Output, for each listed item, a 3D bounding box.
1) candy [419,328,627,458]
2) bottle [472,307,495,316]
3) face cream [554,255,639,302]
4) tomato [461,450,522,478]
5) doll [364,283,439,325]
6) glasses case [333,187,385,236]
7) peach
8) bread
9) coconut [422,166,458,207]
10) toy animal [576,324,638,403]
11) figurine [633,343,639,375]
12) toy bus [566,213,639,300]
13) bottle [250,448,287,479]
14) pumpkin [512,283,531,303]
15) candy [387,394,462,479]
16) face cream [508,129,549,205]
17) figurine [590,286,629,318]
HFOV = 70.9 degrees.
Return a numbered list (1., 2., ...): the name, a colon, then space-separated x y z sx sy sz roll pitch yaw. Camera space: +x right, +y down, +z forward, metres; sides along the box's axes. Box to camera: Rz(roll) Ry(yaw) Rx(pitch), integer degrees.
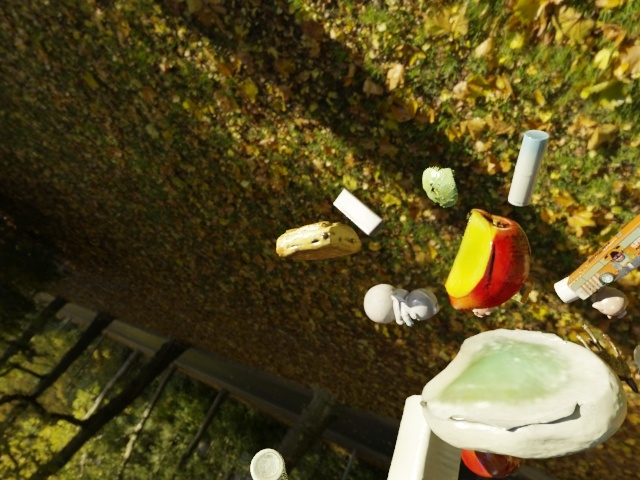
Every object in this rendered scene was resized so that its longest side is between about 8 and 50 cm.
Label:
1. candy: 0.470 0.366 1.054 0.427 0.386 0.186 -13 106 54
2. bottle: 0.781 0.256 2.128 0.147 0.236 0.148 20 139 18
3. face cream: 1.145 0.138 1.841 0.102 0.102 0.345 37 126 -16
4. tomato: 0.688 0.829 1.875 0.298 0.299 0.226 39 134 -21
5. doll: 0.285 0.220 1.569 0.287 0.151 0.151 -9 135 48
6. glasses case: 0.125 -0.091 1.465 0.190 0.072 0.042 45 -162 33
7. peach: 0.418 0.077 1.100 0.158 0.267 0.154 14 -163 -10
8. bread: 0.000 0.000 1.402 0.210 0.099 0.235 -13 167 31
9. coconut: 0.415 -0.189 1.560 0.158 0.055 0.133 45 145 14
10. toy animal: 0.830 0.372 1.289 0.243 0.260 0.087 11 134 -22
11. figurine: 1.399 0.477 1.724 0.332 0.185 0.204 -15 116 43
12. toy bus: 0.972 0.034 1.444 0.092 0.093 0.409 40 128 14
13. bottle: -0.157 0.747 1.421 0.104 0.104 0.245 21 142 18
14. pumpkin: 0.746 0.190 1.701 0.054 0.074 0.083 16 -174 -23
15. candy: 0.381 0.760 1.590 0.208 0.359 0.145 31 153 -19
16. face cream: 0.695 -0.239 1.507 0.077 0.077 0.250 18 133 24
17. figurine: 1.230 0.261 1.913 0.138 0.125 0.125 24 155 4
